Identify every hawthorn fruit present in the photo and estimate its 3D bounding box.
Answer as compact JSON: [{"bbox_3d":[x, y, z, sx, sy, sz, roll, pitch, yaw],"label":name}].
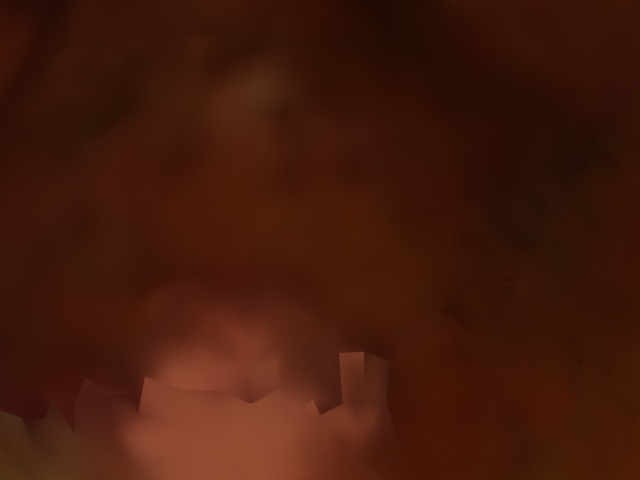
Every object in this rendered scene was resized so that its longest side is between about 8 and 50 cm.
[{"bbox_3d":[0.000,0.000,0.596,0.472,0.471,0.471,7,131,8],"label":"hawthorn fruit"}]
